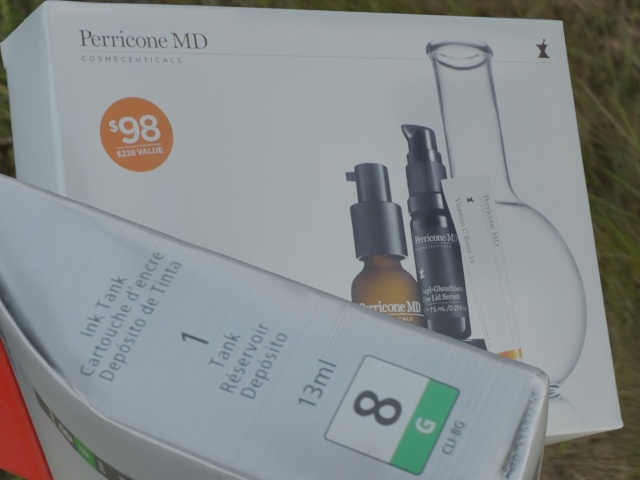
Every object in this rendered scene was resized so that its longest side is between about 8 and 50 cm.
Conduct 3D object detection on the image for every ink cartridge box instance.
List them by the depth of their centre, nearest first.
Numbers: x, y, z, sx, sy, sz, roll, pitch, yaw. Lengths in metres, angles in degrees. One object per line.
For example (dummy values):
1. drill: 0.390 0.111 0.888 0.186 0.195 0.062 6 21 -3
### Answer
1. ink cartridge box: -0.058 0.058 0.448 0.224 0.181 0.056 18 59 14

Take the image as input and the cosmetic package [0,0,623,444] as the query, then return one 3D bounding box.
1. cosmetic package: 0.000 0.000 1.128 0.097 0.377 0.284 -27 69 59
